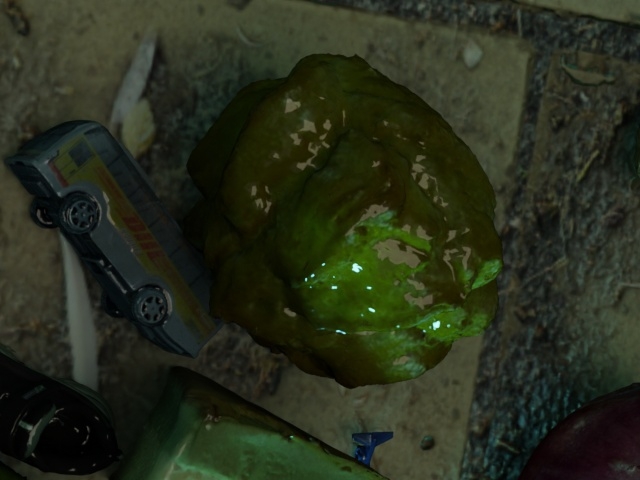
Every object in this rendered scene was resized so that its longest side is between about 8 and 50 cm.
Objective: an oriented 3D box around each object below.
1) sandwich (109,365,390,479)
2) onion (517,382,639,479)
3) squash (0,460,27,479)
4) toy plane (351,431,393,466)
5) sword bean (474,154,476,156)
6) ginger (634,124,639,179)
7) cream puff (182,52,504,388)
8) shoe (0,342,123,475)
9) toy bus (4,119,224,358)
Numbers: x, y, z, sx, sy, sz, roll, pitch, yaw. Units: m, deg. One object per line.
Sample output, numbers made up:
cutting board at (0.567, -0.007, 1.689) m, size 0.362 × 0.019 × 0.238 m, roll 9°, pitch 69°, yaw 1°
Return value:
sandwich at (-0.080, 0.157, 1.314) m, size 0.220 × 0.186 × 0.108 m, roll 31°, pitch 84°, yaw -44°
onion at (0.254, 0.251, 1.474) m, size 0.230 × 0.272 × 0.256 m, roll -31°, pitch 75°, yaw -13°
squash at (-0.304, 0.233, 1.249) m, size 0.309 × 0.210 × 0.234 m, roll 32°, pitch 83°, yaw -12°
toy plane at (0.038, 0.231, 1.457) m, size 0.054 × 0.062 × 0.167 m, roll -1°, pitch 89°, yaw -25°
sword bean at (0.090, -0.041, 1.462) m, size 0.083 × 0.012 × 0.012 m, roll -44°, pitch 114°, yaw -14°
ginger at (0.292, -0.049, 1.526) m, size 0.096 × 0.067 × 0.165 m, roll -14°, pitch 105°, yaw -46°
cream puff at (0.013, -0.010, 1.307) m, size 0.196 × 0.244 × 0.244 m, roll -20°, pitch 109°, yaw -49°
shoe at (-0.205, 0.120, 1.296) m, size 0.169 × 0.099 × 0.071 m, roll 25°, pitch 90°, yaw -26°
toy bus at (-0.138, -0.001, 1.329) m, size 0.075 × 0.064 × 0.190 m, roll -43°, pitch 114°, yaw -20°
